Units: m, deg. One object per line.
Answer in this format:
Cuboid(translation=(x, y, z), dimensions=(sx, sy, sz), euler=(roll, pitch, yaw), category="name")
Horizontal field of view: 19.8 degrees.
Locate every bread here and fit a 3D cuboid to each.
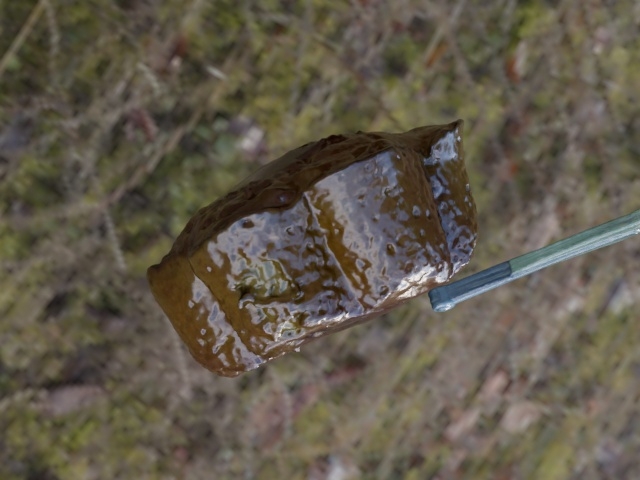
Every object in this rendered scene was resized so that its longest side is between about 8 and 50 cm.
Cuboid(translation=(-0.011, 0.004, 1.332), dimensions=(0.247, 0.135, 0.232), euler=(-26, 176, 34), category="bread")

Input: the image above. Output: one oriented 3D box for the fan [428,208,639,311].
Cuboid(translation=(0.158, 0.007, 1.172), dimensions=(0.193, 0.016, 0.038), euler=(-22, 155, 18), category="fan")
